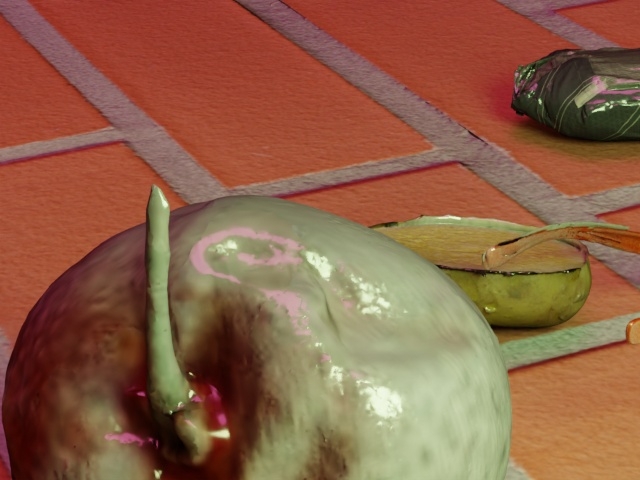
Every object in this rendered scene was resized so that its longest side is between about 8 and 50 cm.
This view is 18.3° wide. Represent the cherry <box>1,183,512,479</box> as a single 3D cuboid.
[{"bbox_3d":[-0.020,0.108,1.259,0.335,0.291,0.326,-3,2,-39],"label":"cherry"}]

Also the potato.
[{"bbox_3d":[0.125,0.037,1.664,0.200,0.081,0.164,3,16,5],"label":"potato"}]

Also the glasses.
[{"bbox_3d":[0.291,0.024,1.520,0.268,0.118,0.234,14,12,-38],"label":"glasses"}]

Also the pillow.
[{"bbox_3d":[0.364,-0.155,2.057,0.335,0.093,0.161,-3,18,1],"label":"pillow"}]
